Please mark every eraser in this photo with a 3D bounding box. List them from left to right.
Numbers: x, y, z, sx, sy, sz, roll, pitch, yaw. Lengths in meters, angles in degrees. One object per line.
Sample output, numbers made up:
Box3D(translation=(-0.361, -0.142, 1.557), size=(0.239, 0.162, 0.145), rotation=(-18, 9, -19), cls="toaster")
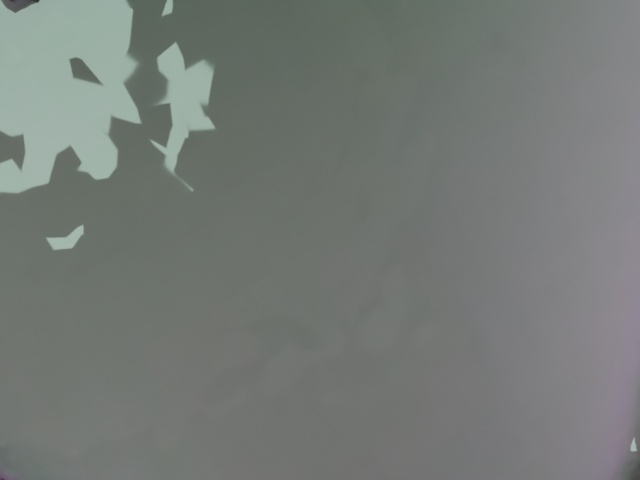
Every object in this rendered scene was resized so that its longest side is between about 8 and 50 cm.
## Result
Box3D(translation=(0.000, 0.000, 0.499), size=(0.331, 0.150, 0.331), rotation=(-10, 113, -25), cls="eraser")
